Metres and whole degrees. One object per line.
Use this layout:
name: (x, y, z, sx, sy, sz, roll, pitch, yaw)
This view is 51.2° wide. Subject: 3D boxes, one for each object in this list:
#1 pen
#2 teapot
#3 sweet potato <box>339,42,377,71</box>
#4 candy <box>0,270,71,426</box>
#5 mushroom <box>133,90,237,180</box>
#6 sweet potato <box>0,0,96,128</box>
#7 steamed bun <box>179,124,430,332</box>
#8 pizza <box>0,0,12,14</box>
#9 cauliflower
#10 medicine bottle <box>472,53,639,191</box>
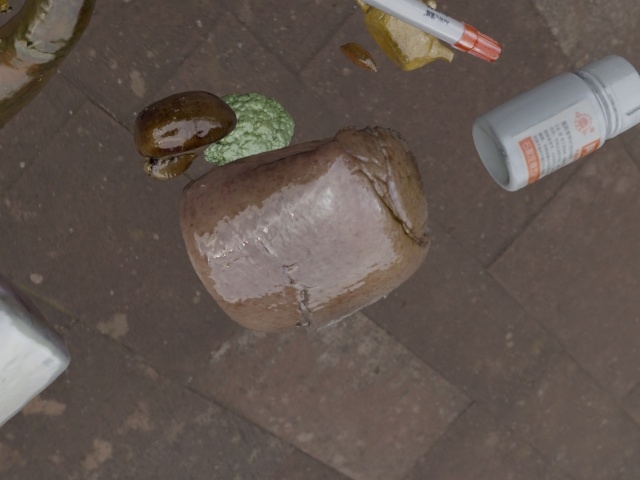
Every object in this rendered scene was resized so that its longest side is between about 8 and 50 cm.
pen: (0.098, -0.229, 0.675, 0.239, 0.028, 0.028, 12, 107, -35)
teapot: (0.217, -0.558, 1.693, 0.167, 0.203, 0.311, -41, 84, 6)
sweet potato: (0.070, -0.331, 1.199, 0.034, 0.095, 0.034, -37, 151, -25)
candy: (-0.480, 0.164, 0.722, 0.358, 0.208, 0.145, -42, 155, -14)
mushroom: (-0.149, -0.120, 0.742, 0.127, 0.127, 0.087, -20, 105, -17)
sweet potato: (-0.282, -0.176, 0.626, 0.273, 0.075, 0.075, -30, 129, 31)
steamed bun: (0.000, 0.000, 0.742, 0.251, 0.301, 0.199, -12, 89, 17)
pizza: (-0.544, -0.391, 0.973, 0.161, 0.305, 0.086, -8, 129, -23)
cauliflower: (-0.221, -0.297, 1.998, 0.275, 0.272, 0.250, 9, 145, -12)
medicine bottle: (0.388, -0.195, 1.093, 0.252, 0.144, 0.145, -30, 122, -1)
